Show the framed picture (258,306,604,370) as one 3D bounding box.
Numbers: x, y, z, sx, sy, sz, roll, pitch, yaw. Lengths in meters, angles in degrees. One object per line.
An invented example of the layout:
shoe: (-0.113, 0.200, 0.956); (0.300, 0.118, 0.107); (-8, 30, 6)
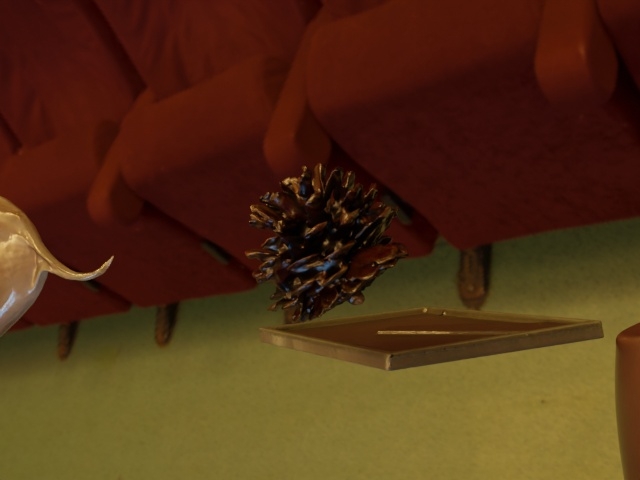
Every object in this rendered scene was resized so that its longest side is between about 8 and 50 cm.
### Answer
framed picture: (0.098, 0.097, 0.930); (0.324, 0.240, 0.020); (177, 89, -65)

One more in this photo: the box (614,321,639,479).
box: (0.355, 0.138, 0.624); (0.301, 0.301, 0.216); (-20, 85, 36)

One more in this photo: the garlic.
garlic: (-0.322, 0.016, 0.832); (0.266, 0.148, 0.129); (-30, 23, 29)

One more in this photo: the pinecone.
pinecone: (0.001, 0.000, 0.727); (0.140, 0.121, 0.140); (-31, 3, 2)
